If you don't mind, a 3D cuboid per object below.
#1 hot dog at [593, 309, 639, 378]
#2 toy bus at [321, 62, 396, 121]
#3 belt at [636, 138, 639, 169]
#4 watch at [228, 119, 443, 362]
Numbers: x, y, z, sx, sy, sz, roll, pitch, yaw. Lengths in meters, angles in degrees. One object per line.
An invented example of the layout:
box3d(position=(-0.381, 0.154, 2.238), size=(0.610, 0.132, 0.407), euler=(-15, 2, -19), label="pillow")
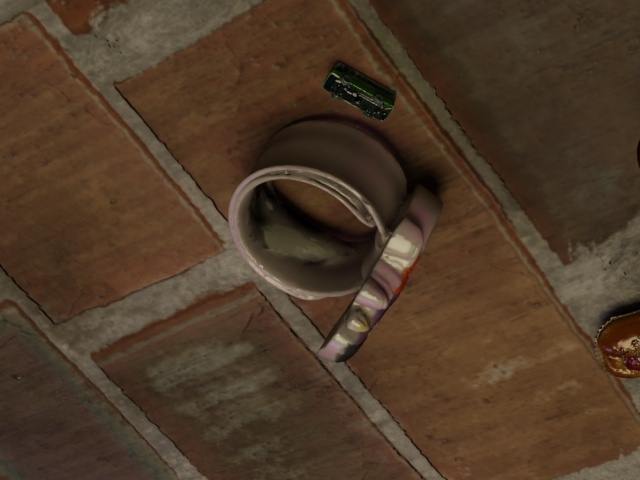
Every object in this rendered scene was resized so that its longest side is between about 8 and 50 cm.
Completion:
box3d(position=(0.432, 0.124, 1.867), size=(0.191, 0.059, 0.108), euler=(-11, 130, 20), label="hot dog")
box3d(position=(0.045, -0.170, 1.730), size=(0.083, 0.037, 0.031), euler=(29, 131, -9), label="toy bus")
box3d(position=(0.493, -0.040, 1.602), size=(0.324, 0.227, 0.115), euler=(36, 130, -9), label="belt")
box3d(position=(0.000, 0.000, 1.791), size=(0.231, 0.196, 0.244), euler=(28, 134, -1), label="watch")
